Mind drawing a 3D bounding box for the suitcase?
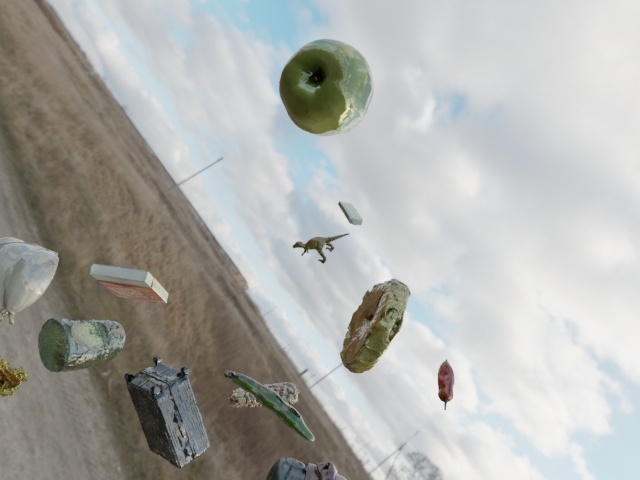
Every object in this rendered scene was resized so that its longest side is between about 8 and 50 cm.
[{"bbox_3d":[-0.541,0.610,1.682,0.229,0.152,0.335,2,-69,43],"label":"suitcase"}]

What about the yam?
[{"bbox_3d":[-0.700,0.303,1.372,0.154,0.154,0.254,52,3,14],"label":"yam"}]

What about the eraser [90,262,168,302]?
[{"bbox_3d":[-0.552,0.130,1.379,0.230,0.157,0.038,99,-1,-68],"label":"eraser"}]

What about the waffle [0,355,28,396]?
[{"bbox_3d":[-0.906,0.363,1.267,0.193,0.197,0.070,60,24,-47],"label":"waffle"}]

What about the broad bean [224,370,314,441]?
[{"bbox_3d":[-0.125,0.420,1.221,0.297,0.043,0.060,39,13,-3],"label":"broad bean"}]

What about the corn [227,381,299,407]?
[{"bbox_3d":[-0.218,0.598,1.821,0.092,0.280,0.092,-175,-90,-69],"label":"corn"}]

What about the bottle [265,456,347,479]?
[{"bbox_3d":[0.017,0.532,0.946,0.271,0.156,0.143,31,-5,-3],"label":"bottle"}]

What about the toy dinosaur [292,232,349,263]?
[{"bbox_3d":[0.000,0.000,1.575,0.126,0.162,0.039,37,12,-21],"label":"toy dinosaur"}]

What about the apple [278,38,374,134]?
[{"bbox_3d":[0.028,-0.560,1.750,0.357,0.357,0.357,52,-12,16],"label":"apple"}]

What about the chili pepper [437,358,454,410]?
[{"bbox_3d":[0.408,0.471,1.536,0.050,0.191,0.059,41,-49,-22],"label":"chili pepper"}]

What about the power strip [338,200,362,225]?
[{"bbox_3d":[0.123,-0.123,2.004,0.253,0.060,0.027,-114,-143,-64],"label":"power strip"}]

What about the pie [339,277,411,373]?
[{"bbox_3d":[0.164,0.269,1.501,0.083,0.339,0.339,29,-8,-10],"label":"pie"}]

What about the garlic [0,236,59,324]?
[{"bbox_3d":[-0.672,0.071,1.011,0.229,0.178,0.143,-4,-40,37],"label":"garlic"}]
